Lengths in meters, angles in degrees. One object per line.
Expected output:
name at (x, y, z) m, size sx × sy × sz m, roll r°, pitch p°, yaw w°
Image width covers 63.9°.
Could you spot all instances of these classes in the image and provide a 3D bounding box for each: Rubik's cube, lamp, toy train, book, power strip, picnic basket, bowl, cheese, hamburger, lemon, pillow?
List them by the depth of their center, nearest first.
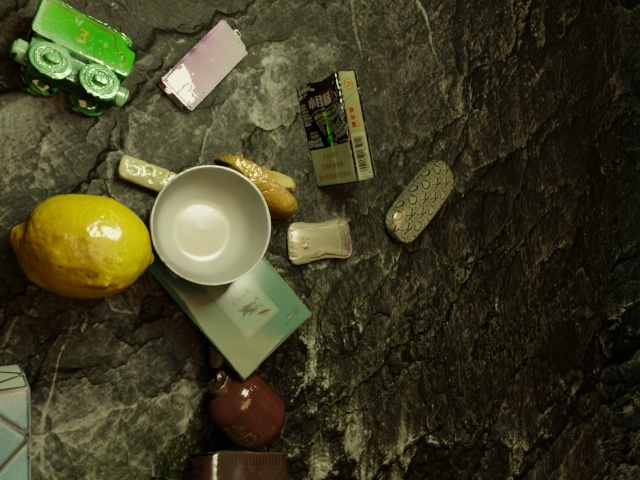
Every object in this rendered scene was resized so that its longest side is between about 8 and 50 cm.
Rubik's cube at (-0.685, 0.373, 0.997) m, size 0.205 × 0.207 × 0.205 m, roll -1°, pitch 90°, yaw -36°
lemon at (-0.506, 0.013, 1.103) m, size 0.289 × 0.233 × 0.233 m, roll 8°, pitch 86°, yaw -24°
toy train at (-0.539, -0.398, 1.136) m, size 0.243 × 0.132 × 0.188 m, roll 23°, pitch 70°, yaw -33°
bowl at (-0.280, -0.031, 1.260) m, size 0.287 × 0.144 × 0.286 m, roll 3°, pitch 84°, yaw -27°
cheese at (-0.408, -0.153, 1.280) m, size 0.194 × 0.043 × 0.064 m, roll 23°, pitch 79°, yaw -33°
book at (-0.228, 0.137, 1.346) m, size 0.264 × 0.031 × 0.379 m, roll -40°, pitch 92°, yaw -28°
power strip at (-0.303, -0.458, 1.350) m, size 0.109 × 0.038 × 0.278 m, roll 47°, pitch 66°, yaw -27°
picnic basket at (-0.220, 0.625, 1.350) m, size 0.297 × 0.223 × 0.129 m, roll 18°, pitch 58°, yaw -34°
lamp at (-0.204, 0.446, 1.364) m, size 0.180 × 0.180 × 0.258 m, roll -51°, pitch 117°, yaw -23°
hamburger at (-0.164, -0.139, 1.401) m, size 0.262 × 0.131 × 0.124 m, roll 19°, pitch 80°, yaw -29°
pillow at (0.000, 0.000, 1.573) m, size 0.233 × 0.038 × 0.130 m, roll -6°, pitch 91°, yaw -33°

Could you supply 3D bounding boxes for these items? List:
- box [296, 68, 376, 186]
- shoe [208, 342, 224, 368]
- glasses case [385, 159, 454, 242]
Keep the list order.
box at (0.046, -0.319, 1.501) m, size 0.084 × 0.198 × 0.309 m, roll -18°, pitch 101°, yaw -33°
shoe at (-0.277, 0.241, 1.369) m, size 0.077 × 0.074 × 0.194 m, roll 19°, pitch 78°, yaw -22°
glasses case at (0.349, -0.139, 1.787) m, size 0.354 × 0.085 × 0.137 m, roll -50°, pitch 118°, yaw -24°
